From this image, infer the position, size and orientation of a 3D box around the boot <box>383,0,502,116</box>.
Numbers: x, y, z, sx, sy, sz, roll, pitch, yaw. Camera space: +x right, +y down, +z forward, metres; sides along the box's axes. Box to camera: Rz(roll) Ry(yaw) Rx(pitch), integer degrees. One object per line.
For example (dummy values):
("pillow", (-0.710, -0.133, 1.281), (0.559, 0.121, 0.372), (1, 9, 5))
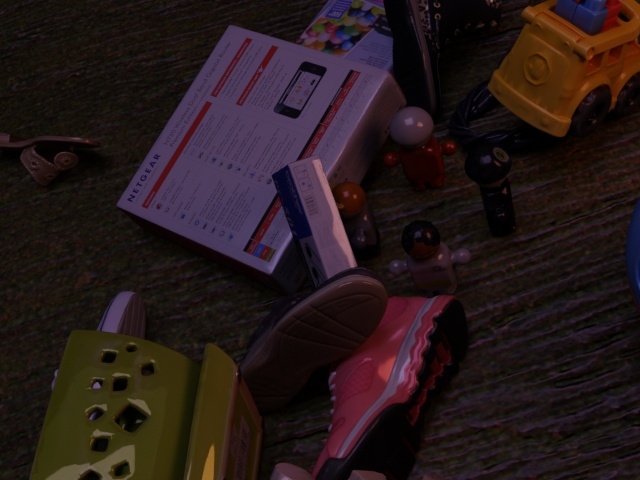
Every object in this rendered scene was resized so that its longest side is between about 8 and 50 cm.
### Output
("boot", (0.196, -0.304, 1.571), (0.179, 0.085, 0.236), (-9, 86, -26))

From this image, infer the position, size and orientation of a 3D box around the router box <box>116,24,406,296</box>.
("router box", (-0.086, -0.126, 1.512), (0.301, 0.082, 0.335), (23, 76, 32))

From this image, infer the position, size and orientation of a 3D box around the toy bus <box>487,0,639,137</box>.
("toy bus", (0.354, -0.269, 1.388), (0.220, 0.211, 0.149), (-24, 52, -36))

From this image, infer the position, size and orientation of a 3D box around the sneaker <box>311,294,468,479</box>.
("sneaker", (0.060, 0.191, 1.265), (0.136, 0.116, 0.314), (9, 51, 37))

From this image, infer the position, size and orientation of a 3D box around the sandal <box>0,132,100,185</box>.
("sandal", (-0.454, -0.129, 1.708), (0.240, 0.088, 0.079), (6, 88, 32))

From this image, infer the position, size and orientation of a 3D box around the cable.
("cable", (0.268, -0.188, 1.495), (0.185, 0.047, 0.150), (-6, 53, 16))

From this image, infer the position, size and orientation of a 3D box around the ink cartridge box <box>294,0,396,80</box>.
("ink cartridge box", (0.049, -0.286, 1.640), (0.186, 0.065, 0.311), (20, 65, 31))

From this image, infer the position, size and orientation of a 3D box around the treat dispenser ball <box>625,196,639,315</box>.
("treat dispenser ball", (0.472, 0.019, 1.112), (0.288, 0.288, 0.288), (-10, 52, 13))

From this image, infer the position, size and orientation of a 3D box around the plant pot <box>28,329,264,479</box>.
("plant pot", (-0.186, 0.251, 1.224), (0.207, 0.227, 0.228), (-2, 53, 10))

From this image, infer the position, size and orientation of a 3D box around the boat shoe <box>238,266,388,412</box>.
("boat shoe", (-0.022, 0.108, 1.273), (0.285, 0.103, 0.092), (-48, 29, 39))

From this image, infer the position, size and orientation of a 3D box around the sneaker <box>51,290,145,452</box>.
("sneaker", (-0.309, 0.179, 1.396), (0.091, 0.094, 0.258), (5, 57, 17))

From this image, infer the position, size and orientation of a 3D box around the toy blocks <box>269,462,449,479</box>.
("toy blocks", (0.084, 0.405, 1.043), (0.289, 0.309, 0.260), (28, 100, 46))

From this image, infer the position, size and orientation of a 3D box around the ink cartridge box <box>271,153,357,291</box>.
("ink cartridge box", (0.000, 0.000, 1.339), (0.046, 0.097, 0.207), (-19, 90, -16))

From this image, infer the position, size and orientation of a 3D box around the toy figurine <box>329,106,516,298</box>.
("toy figurine", (0.135, -0.052, 1.376), (0.209, 0.148, 0.213), (-44, 53, -15))
